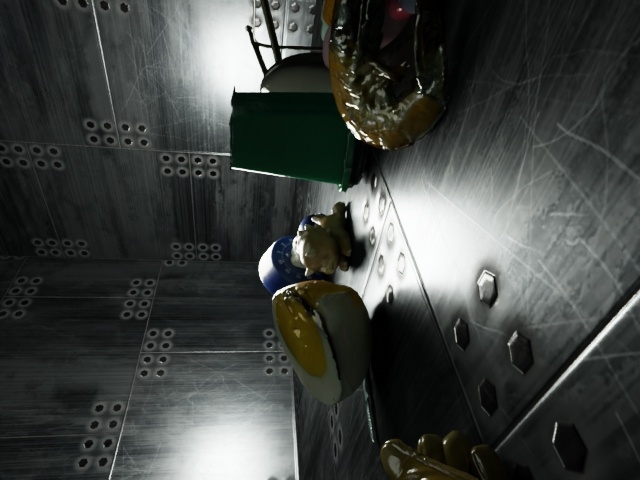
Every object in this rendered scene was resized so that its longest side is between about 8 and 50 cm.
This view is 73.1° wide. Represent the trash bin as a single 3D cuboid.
[{"bbox_3d":[-0.061,-0.315,1.210,0.259,0.380,0.296,-106,21,-59],"label":"trash bin"}]

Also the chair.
[{"bbox_3d":[-0.058,-0.641,1.395,0.365,0.360,0.411,120,147,-70],"label":"chair"}]

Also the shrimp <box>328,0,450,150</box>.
[{"bbox_3d":[0.109,-0.352,0.722,0.272,0.085,0.446,35,144,37],"label":"shrimp"}]

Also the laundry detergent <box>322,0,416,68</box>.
[{"bbox_3d":[0.109,-0.445,0.867,0.335,0.087,0.159,13,87,66],"label":"laundry detergent"}]

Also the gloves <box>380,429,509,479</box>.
[{"bbox_3d":[0.164,0.299,0.444,0.331,0.154,0.142,151,122,-71],"label":"gloves"}]

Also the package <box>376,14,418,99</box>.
[{"bbox_3d":[0.165,-0.370,0.874,0.251,0.062,0.204,125,148,-50],"label":"package"}]

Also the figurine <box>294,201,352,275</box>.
[{"bbox_3d":[0.001,0.001,1.408,0.177,0.172,0.248,109,160,-62],"label":"figurine"}]

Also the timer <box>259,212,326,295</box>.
[{"bbox_3d":[-0.061,0.038,1.685,0.384,0.270,0.271,123,151,-45],"label":"timer"}]

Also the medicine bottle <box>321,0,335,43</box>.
[{"bbox_3d":[0.093,-0.608,1.020,0.318,0.157,0.158,112,158,-64],"label":"medicine bottle"}]

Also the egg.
[{"bbox_3d":[0.029,0.236,1.100,0.337,0.200,0.338,44,144,45],"label":"egg"}]

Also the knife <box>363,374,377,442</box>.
[{"bbox_3d":[0.120,0.398,1.087,0.028,0.015,0.211,114,156,-52],"label":"knife"}]
